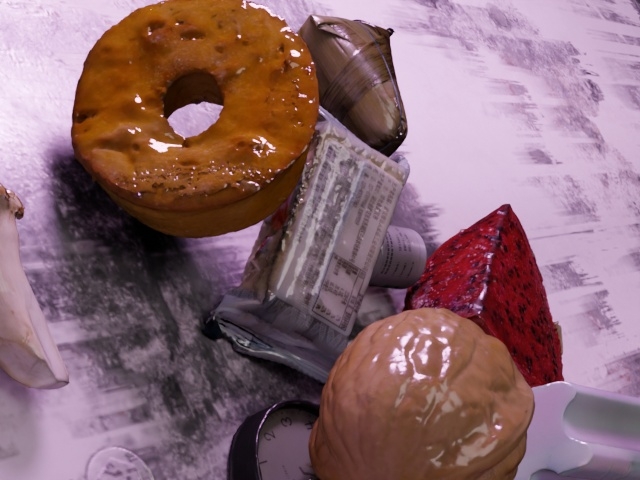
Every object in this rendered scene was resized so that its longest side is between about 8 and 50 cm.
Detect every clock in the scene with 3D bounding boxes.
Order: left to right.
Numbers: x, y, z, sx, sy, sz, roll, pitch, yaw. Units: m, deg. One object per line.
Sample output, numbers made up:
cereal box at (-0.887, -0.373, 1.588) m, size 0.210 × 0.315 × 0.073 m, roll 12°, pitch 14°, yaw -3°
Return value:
clock at (-0.010, 0.247, 1.158) m, size 0.184 × 0.040 × 0.184 m, roll 31°, pitch 39°, yaw -28°

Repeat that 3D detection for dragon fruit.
dragon fruit at (0.205, 0.120, 1.453) m, size 0.205 × 0.152 × 0.317 m, roll 57°, pitch 26°, yaw -14°

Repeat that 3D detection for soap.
soap at (0.286, 0.266, 1.336) m, size 0.347 × 0.208 × 0.115 m, roll 16°, pitch 46°, yaw -40°

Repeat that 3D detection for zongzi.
zongzi at (0.082, -0.219, 1.635) m, size 0.242 × 0.112 × 0.221 m, roll -11°, pitch 66°, yaw -54°

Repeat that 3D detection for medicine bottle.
medicine bottle at (0.062, 0.017, 1.419) m, size 0.130 × 0.080 × 0.080 m, roll 8°, pitch 53°, yaw -41°

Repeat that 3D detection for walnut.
walnut at (0.097, 0.184, 1.127) m, size 0.225 × 0.225 × 0.261 m, roll 51°, pitch 33°, yaw -1°

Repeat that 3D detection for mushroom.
mushroom at (-0.281, 0.040, 1.016) m, size 0.084 × 0.071 × 0.209 m, roll 50°, pitch 16°, yaw -74°

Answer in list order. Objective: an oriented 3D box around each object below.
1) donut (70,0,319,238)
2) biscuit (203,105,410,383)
donut at (-0.129, -0.123, 1.212) m, size 0.277 × 0.108 × 0.278 m, roll -1°, pitch 58°, yaw 2°
biscuit at (-0.004, -0.002, 1.284) m, size 0.186 × 0.079 × 0.309 m, roll 28°, pitch 71°, yaw -27°
